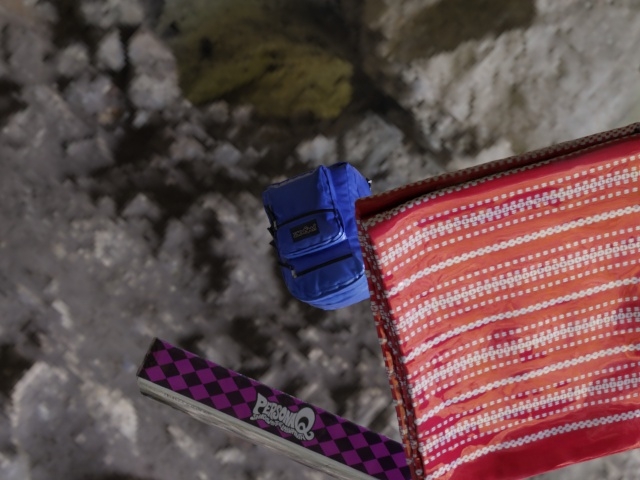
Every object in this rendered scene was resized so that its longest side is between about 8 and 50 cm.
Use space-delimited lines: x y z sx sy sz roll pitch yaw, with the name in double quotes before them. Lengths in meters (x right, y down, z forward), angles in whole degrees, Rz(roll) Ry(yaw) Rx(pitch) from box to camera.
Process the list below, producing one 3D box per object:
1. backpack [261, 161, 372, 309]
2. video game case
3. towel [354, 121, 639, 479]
"backpack" 0.000 0.000 1.168 0.101 0.098 0.120 20 51 -62
"video game case" -0.042 0.154 1.095 0.232 0.042 0.210 23 -13 -1
"towel" 0.139 0.060 0.861 0.031 0.199 0.275 -107 -178 -52
